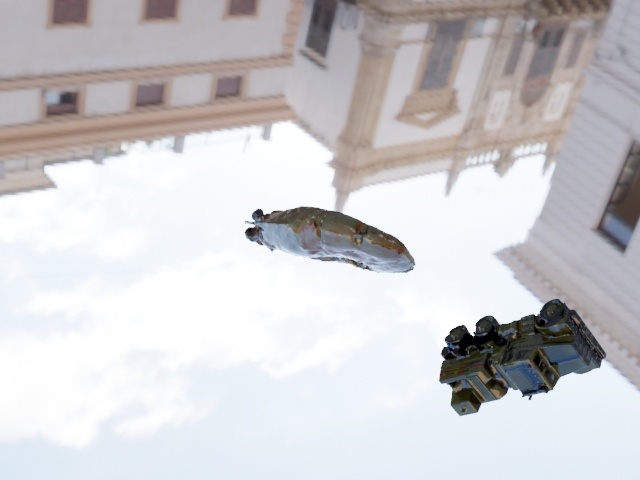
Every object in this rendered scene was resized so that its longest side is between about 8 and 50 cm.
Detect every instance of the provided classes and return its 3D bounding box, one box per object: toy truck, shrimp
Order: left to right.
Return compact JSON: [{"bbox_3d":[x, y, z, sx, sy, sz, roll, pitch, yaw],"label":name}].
[{"bbox_3d":[-0.001,0.001,1.251,0.154,0.062,0.294,30,169,-37],"label":"shrimp"},{"bbox_3d":[0.311,0.191,1.587,0.127,0.257,0.127,51,-141,-20],"label":"toy truck"}]
